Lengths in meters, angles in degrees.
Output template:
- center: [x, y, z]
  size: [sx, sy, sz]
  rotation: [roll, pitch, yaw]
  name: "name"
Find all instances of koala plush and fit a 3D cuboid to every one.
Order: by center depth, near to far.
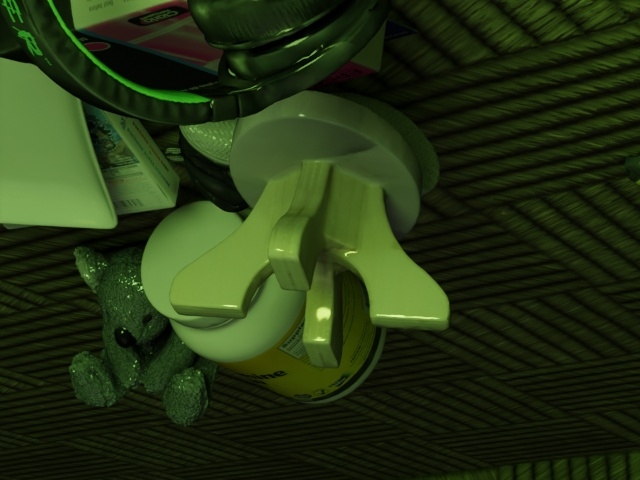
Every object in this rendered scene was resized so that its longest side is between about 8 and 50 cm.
- center: [-0.227, 0.089, 1.872]
  size: [0.196, 0.203, 0.221]
  rotation: [8, 141, 18]
  name: "koala plush"

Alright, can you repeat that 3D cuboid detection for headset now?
- center: [-0.013, -0.213, 0.932]
  size: [0.394, 0.243, 0.185]
  rotation: [-20, -159, -31]
  name: "headset"

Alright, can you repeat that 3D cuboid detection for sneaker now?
- center: [-0.024, -0.084, 1.461]
  size: [0.269, 0.101, 0.153]
  rotation: [13, 158, -15]
  name: "sneaker"
- center: [0.350, -0.074, 1.573]
  size: [0.035, 0.031, 0.083]
  rotation: [8, 159, 22]
  name: "sneaker"

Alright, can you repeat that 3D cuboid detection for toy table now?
- center: [0.000, 0.000, 1.316]
  size: [0.252, 0.160, 0.274]
  rotation: [-2, 154, 22]
  name: "toy table"

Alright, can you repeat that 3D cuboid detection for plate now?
- center: [-0.344, -0.116, 1.366]
  size: [0.278, 0.045, 0.277]
  rotation: [3, 144, 7]
  name: "plate"

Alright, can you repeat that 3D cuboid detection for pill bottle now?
- center: [-0.068, 0.073, 1.750]
  size: [0.188, 0.188, 0.334]
  rotation: [-9, 157, 25]
  name: "pill bottle"

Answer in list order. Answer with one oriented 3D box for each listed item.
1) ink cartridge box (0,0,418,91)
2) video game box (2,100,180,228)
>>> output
- center: [-0.078, -0.164, 1.186]
  size: [0.176, 0.069, 0.371]
  rotation: [-12, 172, 31]
  name: "ink cartridge box"
- center: [-0.274, -0.089, 1.469]
  size: [0.205, 0.048, 0.187]
  rotation: [-7, 146, 19]
  name: "video game box"
